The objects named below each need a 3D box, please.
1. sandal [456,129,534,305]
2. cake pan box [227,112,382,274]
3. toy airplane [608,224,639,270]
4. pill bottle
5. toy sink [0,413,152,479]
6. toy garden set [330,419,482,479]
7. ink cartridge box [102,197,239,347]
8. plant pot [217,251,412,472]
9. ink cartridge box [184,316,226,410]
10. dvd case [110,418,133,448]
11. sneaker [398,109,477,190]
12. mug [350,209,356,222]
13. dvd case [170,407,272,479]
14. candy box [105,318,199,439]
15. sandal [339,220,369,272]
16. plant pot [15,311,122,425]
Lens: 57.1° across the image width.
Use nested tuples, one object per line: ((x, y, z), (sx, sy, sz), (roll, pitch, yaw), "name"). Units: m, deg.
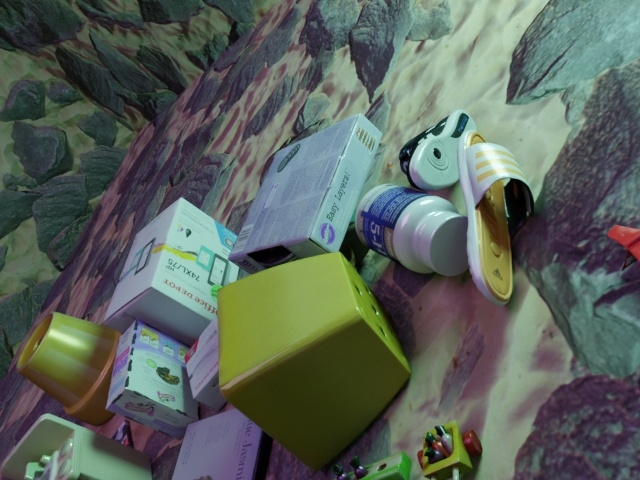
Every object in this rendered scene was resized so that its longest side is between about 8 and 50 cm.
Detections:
((0.239, -0.041, 0.759), (0.076, 0.102, 0.265), (-27, 46, 38), "sandal")
((-0.032, -0.070, 1.010), (0.246, 0.070, 0.266), (-17, 44, 51), "cake pan box")
((0.367, -0.027, 0.611), (0.151, 0.028, 0.151), (-35, 34, 29), "toy airplane")
((0.139, -0.015, 0.852), (0.112, 0.112, 0.187), (-55, 28, -3), "pill bottle")
((-0.455, 0.455, 1.092), (0.153, 0.234, 0.131), (-50, 28, 5), "toy sink")
((0.059, 0.279, 0.591), (0.204, 0.049, 0.244), (-31, 5, 21), "toy garden set")
((-0.325, 0.090, 1.342), (0.197, 0.198, 0.270), (-33, 35, 32), "ink cartridge box")
((-0.002, 0.143, 0.811), (0.187, 0.212, 0.212), (-33, 32, 10), "plant pot")
((-0.198, 0.235, 1.131), (0.109, 0.063, 0.150), (-51, 29, 5), "ink cartridge box")
((-0.450, 0.465, 1.307), (0.087, 0.013, 0.119), (-54, 29, -1), "dvd case")
((0.166, -0.121, 0.939), (0.121, 0.079, 0.217), (-28, 13, 45), "sneaker")
((0.002, -0.008, 1.065), (0.158, 0.097, 0.129), (-40, 31, 25), "mug")
((-0.171, 0.372, 0.982), (0.253, 0.022, 0.180), (-29, 36, 38), "dvd case")
((-0.325, 0.273, 1.171), (0.070, 0.165, 0.196), (-44, 29, 18), "candy box")
((0.016, 0.066, 0.980), (0.219, 0.090, 0.060), (-49, 45, 6), "sandal")
((-0.616, 0.308, 1.494), (0.254, 0.239, 0.254), (-37, 33, 29), "plant pot")
